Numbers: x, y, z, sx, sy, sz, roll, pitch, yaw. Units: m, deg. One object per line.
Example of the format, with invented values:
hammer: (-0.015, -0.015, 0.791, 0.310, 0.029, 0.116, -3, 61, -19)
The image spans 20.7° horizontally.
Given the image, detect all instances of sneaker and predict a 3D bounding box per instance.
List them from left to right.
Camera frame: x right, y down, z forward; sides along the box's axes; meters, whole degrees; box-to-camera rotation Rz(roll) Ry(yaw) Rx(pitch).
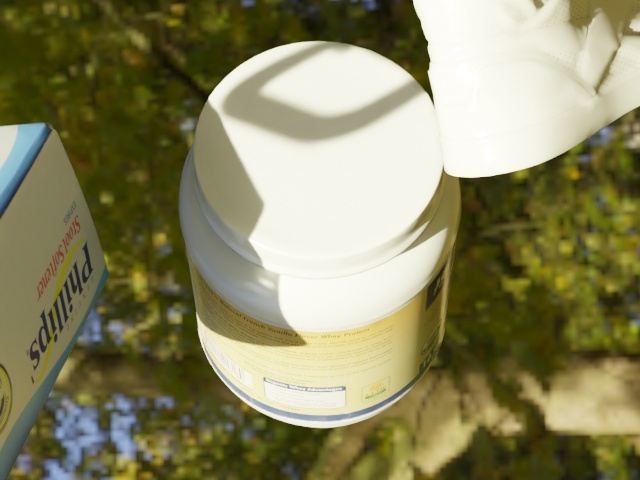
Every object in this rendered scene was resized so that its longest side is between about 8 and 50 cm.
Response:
sneaker: (0.157, -0.167, 1.080, 0.292, 0.108, 0.169, -33, -67, -47)

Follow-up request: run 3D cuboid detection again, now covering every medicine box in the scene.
medicine box: (-0.331, 0.056, 1.213, 0.263, 0.289, 0.149, -71, -30, -51)

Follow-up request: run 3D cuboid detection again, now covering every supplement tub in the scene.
supplement tub: (0.000, 0.000, 1.461, 0.316, 0.228, 0.228, 89, -171, -63)
